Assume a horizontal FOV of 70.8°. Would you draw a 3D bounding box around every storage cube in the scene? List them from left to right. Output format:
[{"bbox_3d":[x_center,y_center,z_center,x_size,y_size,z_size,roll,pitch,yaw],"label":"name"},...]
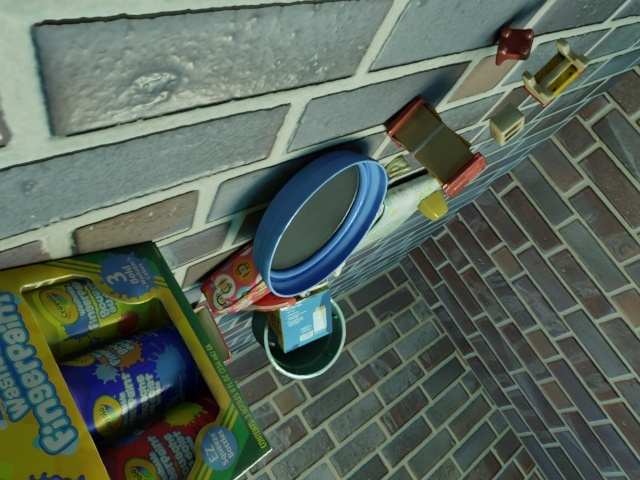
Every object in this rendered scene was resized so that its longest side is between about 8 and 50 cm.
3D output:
[{"bbox_3d":[-0.425,0.340,1.411,0.183,0.215,0.193,-23,171,-39],"label":"storage cube"}]

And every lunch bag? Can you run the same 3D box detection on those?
[{"bbox_3d":[-0.173,0.096,1.300,0.293,0.120,0.258,-36,168,12],"label":"lunch bag"}]

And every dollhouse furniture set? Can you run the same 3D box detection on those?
[{"bbox_3d":[0.353,-0.292,0.995,0.374,0.201,0.152,-44,164,17],"label":"dollhouse furniture set"}]

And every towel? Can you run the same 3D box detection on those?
[{"bbox_3d":[0.249,-0.102,1.679,0.320,0.090,0.374,-28,167,-34],"label":"towel"}]

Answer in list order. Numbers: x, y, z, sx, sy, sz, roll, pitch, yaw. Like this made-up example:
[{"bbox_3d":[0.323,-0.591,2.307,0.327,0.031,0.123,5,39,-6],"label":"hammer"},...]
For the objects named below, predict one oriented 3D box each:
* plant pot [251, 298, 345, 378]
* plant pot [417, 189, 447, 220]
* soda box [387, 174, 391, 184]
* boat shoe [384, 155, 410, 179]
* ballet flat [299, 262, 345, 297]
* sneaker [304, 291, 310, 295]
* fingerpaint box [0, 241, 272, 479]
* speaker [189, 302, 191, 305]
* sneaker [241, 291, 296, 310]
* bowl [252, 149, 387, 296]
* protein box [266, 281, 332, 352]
[{"bbox_3d":[-0.121,0.361,1.876,0.341,0.341,0.334,-28,-170,-22],"label":"plant pot"},{"bbox_3d":[0.419,-0.122,1.655,0.081,0.083,0.081,-34,169,-8],"label":"plant pot"},{"bbox_3d":[0.112,-0.128,1.277,0.071,0.067,0.210,-26,166,-31],"label":"soda box"},{"bbox_3d":[0.194,-0.182,1.319,0.153,0.048,0.056,-39,166,25],"label":"boat shoe"},{"bbox_3d":[0.011,0.092,1.369,0.241,0.077,0.091,-33,169,-15],"label":"ballet flat"},{"bbox_3d":[-0.067,0.090,1.449,0.083,0.221,0.087,13,126,-21],"label":"sneaker"},{"bbox_3d":[-0.346,0.247,0.704,0.163,0.445,0.371,-43,163,34],"label":"fingerpaint box"},{"bbox_3d":[-0.373,0.229,1.026,0.131,0.131,0.296,-35,-162,7],"label":"speaker"},{"bbox_3d":[-0.183,0.159,1.444,0.221,0.128,0.087,-8,177,26],"label":"sneaker"},{"bbox_3d":[0.002,-0.040,1.071,0.391,0.077,0.391,-38,153,-23],"label":"bowl"},{"bbox_3d":[-0.078,0.250,1.600,0.199,0.136,0.201,-19,124,-24],"label":"protein box"}]
